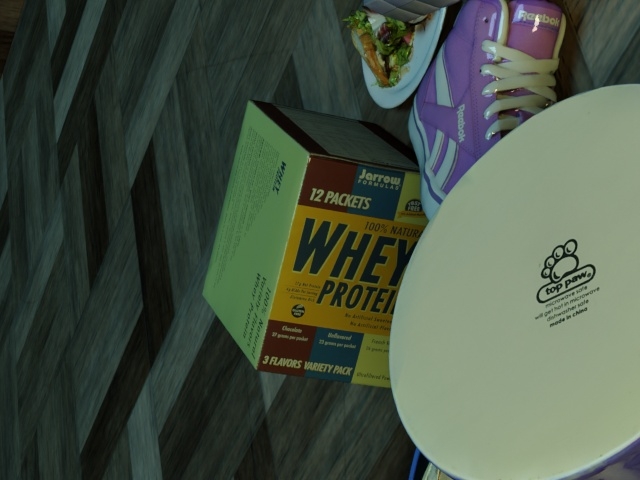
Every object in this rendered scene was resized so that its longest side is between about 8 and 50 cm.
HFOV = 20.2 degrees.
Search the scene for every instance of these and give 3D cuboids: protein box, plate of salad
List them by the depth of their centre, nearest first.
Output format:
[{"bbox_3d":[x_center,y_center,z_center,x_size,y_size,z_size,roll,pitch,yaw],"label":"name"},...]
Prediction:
[{"bbox_3d":[0.000,0.000,1.629,0.201,0.136,0.199,-135,56,-66],"label":"protein box"},{"bbox_3d":[0.069,-0.222,1.659,0.200,0.048,0.199,-171,90,-70],"label":"plate of salad"}]

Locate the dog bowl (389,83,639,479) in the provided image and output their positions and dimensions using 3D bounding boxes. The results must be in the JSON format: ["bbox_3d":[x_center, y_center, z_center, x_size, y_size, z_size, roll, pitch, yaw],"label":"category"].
[{"bbox_3d":[0.170,0.044,1.056,0.265,0.104,0.264,-28,44,32],"label":"dog bowl"}]

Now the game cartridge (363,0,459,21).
[{"bbox_3d":[0.137,-0.359,1.427,0.230,0.068,0.355,-4,67,65],"label":"game cartridge"}]

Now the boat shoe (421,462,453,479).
[{"bbox_3d":[0.096,0.162,1.215,0.045,0.050,0.135,156,120,-72],"label":"boat shoe"}]

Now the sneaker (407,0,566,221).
[{"bbox_3d":[0.140,-0.094,1.350,0.282,0.102,0.161,-111,38,-53],"label":"sneaker"}]

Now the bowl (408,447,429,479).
[{"bbox_3d":[0.156,0.220,1.216,0.391,0.077,0.391,-172,90,-69],"label":"bowl"}]
